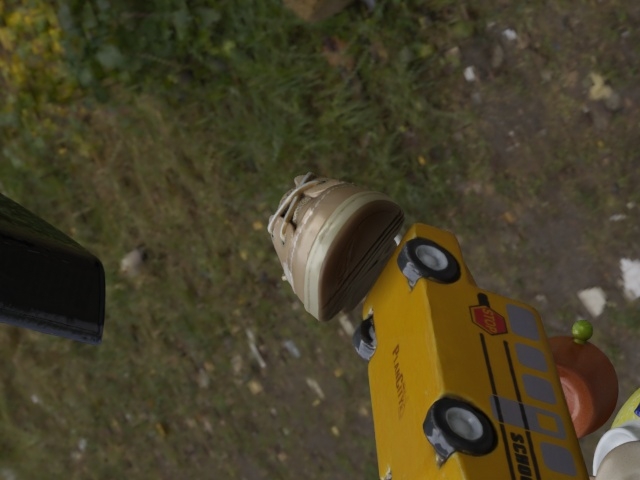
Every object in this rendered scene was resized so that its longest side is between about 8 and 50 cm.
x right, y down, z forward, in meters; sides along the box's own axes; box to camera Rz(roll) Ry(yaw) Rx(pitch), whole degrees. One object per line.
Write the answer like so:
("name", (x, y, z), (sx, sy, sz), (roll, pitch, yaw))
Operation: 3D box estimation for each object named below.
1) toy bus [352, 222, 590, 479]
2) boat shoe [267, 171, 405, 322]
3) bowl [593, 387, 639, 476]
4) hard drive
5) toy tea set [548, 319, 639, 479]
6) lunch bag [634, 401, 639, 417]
("toy bus", (0.110, 0.133, 0.841), (0.333, 0.130, 0.108), (-94, 26, -52))
("boat shoe", (0.000, 0.000, 1.054), (0.110, 0.122, 0.341), (38, 175, 8))
("bowl", (0.446, 0.299, 1.449), (0.289, 0.156, 0.290), (-176, 90, -69))
("hard drive", (-0.246, -0.023, 0.642), (0.254, 0.172, 0.054), (26, 91, 36))
("toy tea set", (0.182, 0.234, 1.058), (0.336, 0.124, 0.200), (-38, 80, 19))
("lunch bag", (0.421, 0.125, 0.988), (0.221, 0.293, 0.138), (34, 109, 14))
